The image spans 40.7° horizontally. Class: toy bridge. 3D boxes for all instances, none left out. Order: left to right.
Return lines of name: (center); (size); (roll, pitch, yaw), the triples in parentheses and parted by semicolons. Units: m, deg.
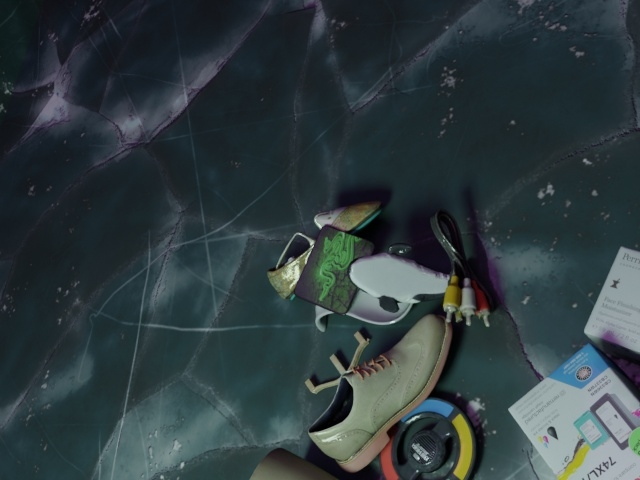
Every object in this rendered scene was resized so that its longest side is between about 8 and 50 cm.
toy bridge: (0.048, 0.295, 2.029); (0.188, 0.026, 0.063); (-45, 52, 10)

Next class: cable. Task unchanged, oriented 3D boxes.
cable: (0.315, 0.060, 1.872); (0.072, 0.139, 0.287); (136, 138, -54)

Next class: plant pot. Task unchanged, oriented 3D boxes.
plant pot: (-0.002, 0.596, 1.797); (0.274, 0.256, 0.256); (12, 75, 23)

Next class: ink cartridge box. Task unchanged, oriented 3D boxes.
ink cartridge box: (0.518, 0.365, 1.539); (0.198, 0.197, 0.270); (-43, 50, 12)

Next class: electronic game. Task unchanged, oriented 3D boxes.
electronic game: (0.224, 0.442, 1.815); (0.229, 0.048, 0.229); (-16, 60, 29)

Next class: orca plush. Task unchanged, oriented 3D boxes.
orca plush: (0.192, 0.074, 1.932); (0.102, 0.287, 0.151); (-164, 65, -77)

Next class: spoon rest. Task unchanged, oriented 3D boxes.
spoon rest: (0.097, 0.150, 2.026); (0.276, 0.084, 0.137); (-20, 58, 28)

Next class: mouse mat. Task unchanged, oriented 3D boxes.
mouse mat: (0.032, 0.069, 2.039); (0.152, 0.007, 0.190); (20, 82, 28)

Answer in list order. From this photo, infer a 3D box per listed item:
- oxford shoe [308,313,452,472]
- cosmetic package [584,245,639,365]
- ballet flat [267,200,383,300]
oxford shoe: (0.133, 0.304, 1.850); (0.397, 0.146, 0.140); (-53, 22, -9)
cosmetic package: (0.615, 0.134, 1.612); (0.151, 0.151, 0.184); (19, 80, 39)
ballet flat: (0.000, 0.000, 2.136); (0.348, 0.123, 0.123); (-45, 50, 13)
